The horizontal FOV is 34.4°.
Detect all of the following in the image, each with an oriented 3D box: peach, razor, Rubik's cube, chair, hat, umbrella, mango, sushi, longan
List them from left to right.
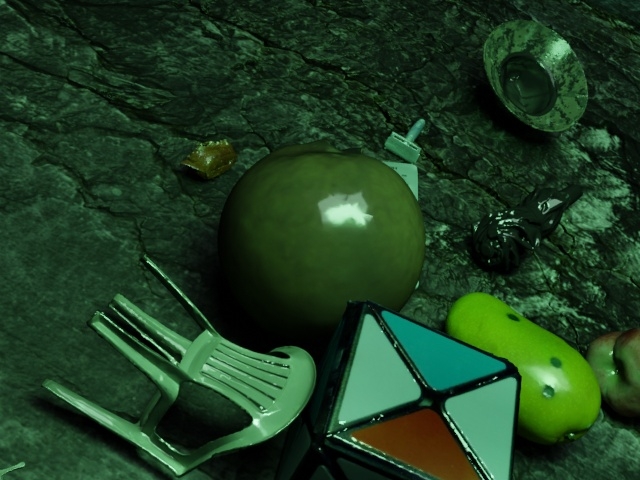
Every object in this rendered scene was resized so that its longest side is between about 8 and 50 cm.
[{"bbox_3d":[-0.169,0.164,1.313,0.274,0.190,0.203,36,42,-6],"label":"chair"},{"bbox_3d":[-0.184,-0.136,1.700,0.060,0.062,0.118,35,22,20],"label":"sushi"},{"bbox_3d":[0.000,0.000,1.483,0.318,0.319,0.319,15,44,-15],"label":"longan"},{"bbox_3d":[0.089,0.268,1.306,0.250,0.248,0.246,23,41,-5],"label":"Rubik's cube"},{"bbox_3d":[0.174,-0.200,1.960,0.068,0.040,0.135,32,38,3],"label":"razor"},{"bbox_3d":[0.300,0.188,1.577,0.175,0.143,0.293,-12,46,-37],"label":"mango"},{"bbox_3d":[0.417,-0.310,2.125,0.265,0.128,0.266,9,60,-17],"label":"hat"},{"bbox_3d":[0.390,-0.039,1.875,0.118,0.118,0.340,44,40,17],"label":"umbrella"},{"bbox_3d":[0.511,0.203,1.674,0.152,0.152,0.152,15,44,-15],"label":"peach"}]

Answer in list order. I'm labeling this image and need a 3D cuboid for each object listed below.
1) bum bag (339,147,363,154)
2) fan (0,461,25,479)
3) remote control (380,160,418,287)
[{"bbox_3d":[0.032,-0.068,1.726,0.106,0.060,0.233,-15,45,11],"label":"bum bag"},{"bbox_3d":[-0.390,0.278,1.224,0.083,0.004,0.056,-17,58,-38],"label":"fan"},{"bbox_3d":[0.112,-0.029,1.747,0.103,0.051,0.293,5,46,-1],"label":"remote control"}]
